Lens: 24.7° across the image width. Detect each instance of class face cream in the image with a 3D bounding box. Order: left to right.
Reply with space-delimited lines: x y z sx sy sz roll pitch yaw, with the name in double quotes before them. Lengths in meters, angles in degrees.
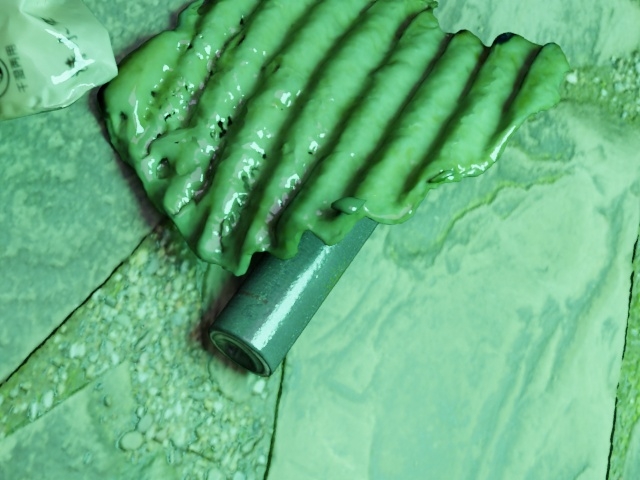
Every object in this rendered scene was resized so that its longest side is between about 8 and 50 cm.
"face cream" 0.000 0.000 1.385 0.073 0.073 0.283 37 67 -3

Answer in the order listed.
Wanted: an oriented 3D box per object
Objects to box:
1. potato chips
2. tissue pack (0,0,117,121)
"potato chips" 0.008 -0.134 1.383 0.389 0.097 0.373 -38 54 -21
"tissue pack" -0.372 -0.252 1.232 0.390 0.195 0.375 -12 82 17
